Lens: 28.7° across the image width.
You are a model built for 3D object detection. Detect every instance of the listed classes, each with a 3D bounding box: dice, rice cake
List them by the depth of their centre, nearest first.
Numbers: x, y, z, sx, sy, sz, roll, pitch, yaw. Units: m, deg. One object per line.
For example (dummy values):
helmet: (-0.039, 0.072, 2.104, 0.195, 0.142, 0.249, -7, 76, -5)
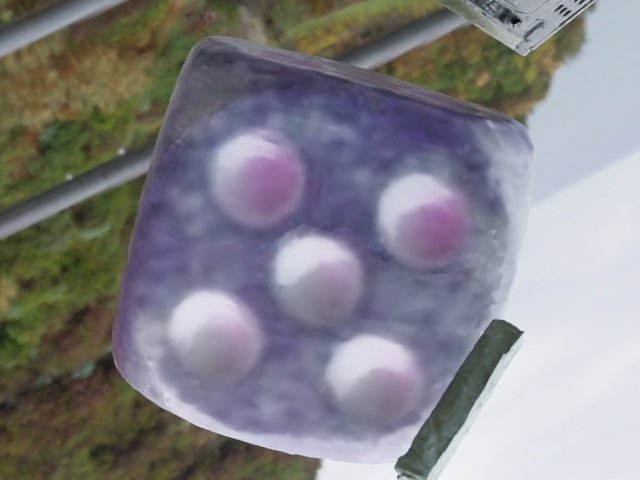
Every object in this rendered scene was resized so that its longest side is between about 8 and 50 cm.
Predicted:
rice cake: (0.079, 0.091, 0.698, 0.121, 0.022, 0.021, -51, 147, -33)
dice: (0.000, 0.000, 0.976, 0.271, 0.270, 0.270, 15, -169, -3)

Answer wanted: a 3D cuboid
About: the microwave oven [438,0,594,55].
microwave oven: (0.140, -0.268, 1.018, 0.163, 0.205, 0.129, -37, -145, 45)
